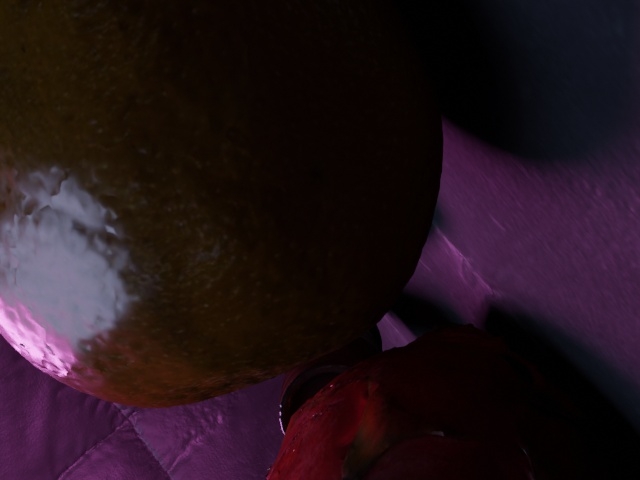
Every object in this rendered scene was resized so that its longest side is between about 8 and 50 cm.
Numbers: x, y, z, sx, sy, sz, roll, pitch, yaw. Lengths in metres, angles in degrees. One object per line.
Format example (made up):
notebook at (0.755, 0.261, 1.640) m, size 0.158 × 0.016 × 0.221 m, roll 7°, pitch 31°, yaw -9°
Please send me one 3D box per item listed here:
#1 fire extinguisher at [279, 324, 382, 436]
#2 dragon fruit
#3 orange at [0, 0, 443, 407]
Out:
fire extinguisher at (0.019, 0.108, 1.012) m, size 0.344 × 0.102 × 0.138 m, roll -81°, pitch -2°, yaw -79°
dragon fruit at (0.095, 0.222, 0.723) m, size 0.295 × 0.302 × 0.295 m, roll 32°, pitch -179°, yaw -1°
orange at (-0.068, -0.052, 0.470) m, size 0.264 × 0.264 × 0.264 m, roll 50°, pitch 172°, yaw 10°
